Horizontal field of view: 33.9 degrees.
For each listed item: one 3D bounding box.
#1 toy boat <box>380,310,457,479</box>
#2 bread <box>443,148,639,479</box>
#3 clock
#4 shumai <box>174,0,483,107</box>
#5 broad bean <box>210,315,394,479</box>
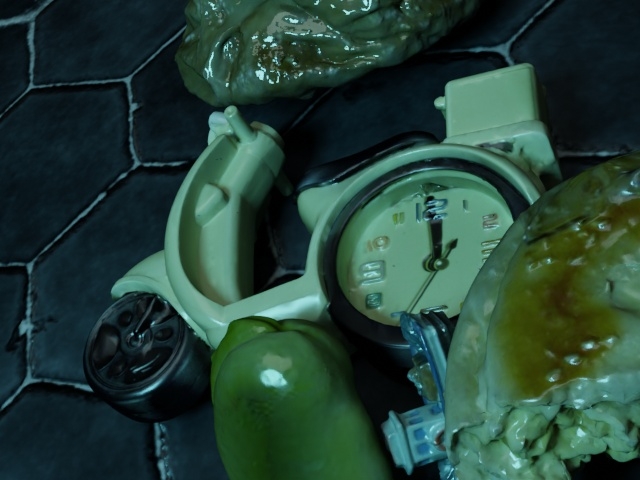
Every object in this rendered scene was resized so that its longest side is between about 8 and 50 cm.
[{"bbox_3d":[0.072,0.116,0.690,0.066,0.140,0.059,-18,17,-4],"label":"toy boat"},{"bbox_3d":[0.208,0.043,0.635,0.314,0.171,0.192,-30,43,4],"label":"bread"},{"bbox_3d":[0.000,0.000,0.837,0.379,0.120,0.276,-7,55,19],"label":"clock"},{"bbox_3d":[-0.009,-0.288,0.933,0.314,0.262,0.267,-17,29,-1],"label":"shumai"},{"bbox_3d":[-0.018,0.133,0.702,0.124,0.174,0.082,-9,6,37],"label":"broad bean"}]
